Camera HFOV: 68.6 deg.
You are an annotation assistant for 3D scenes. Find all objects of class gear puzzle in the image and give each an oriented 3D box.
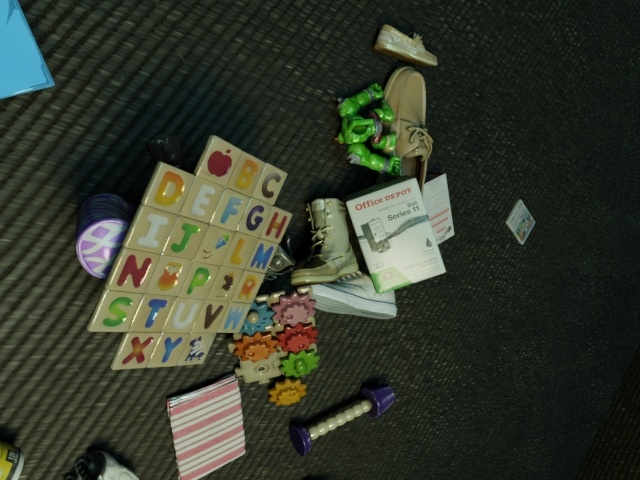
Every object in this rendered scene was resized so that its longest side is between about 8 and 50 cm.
[{"bbox_3d":[-0.085,0.236,0.929,0.175,0.044,0.339,-10,129,-9],"label":"gear puzzle"}]

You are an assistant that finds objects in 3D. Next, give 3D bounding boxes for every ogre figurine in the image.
[{"bbox_3d":[0.096,-0.231,0.970,0.118,0.097,0.197,-7,101,-28],"label":"ogre figurine"}]

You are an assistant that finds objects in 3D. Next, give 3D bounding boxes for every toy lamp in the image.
[{"bbox_3d":[0.060,0.412,1.112,0.275,0.080,0.080,-13,108,-32],"label":"toy lamp"}]

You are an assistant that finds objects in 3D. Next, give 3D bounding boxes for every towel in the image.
[{"bbox_3d":[-0.223,0.374,0.933,0.144,0.029,0.197,-14,111,-33],"label":"towel"}]

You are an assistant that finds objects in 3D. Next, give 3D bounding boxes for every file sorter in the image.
[{"bbox_3d":[-0.449,-0.226,0.579,0.170,0.104,0.118,-27,116,-27],"label":"file sorter"}]

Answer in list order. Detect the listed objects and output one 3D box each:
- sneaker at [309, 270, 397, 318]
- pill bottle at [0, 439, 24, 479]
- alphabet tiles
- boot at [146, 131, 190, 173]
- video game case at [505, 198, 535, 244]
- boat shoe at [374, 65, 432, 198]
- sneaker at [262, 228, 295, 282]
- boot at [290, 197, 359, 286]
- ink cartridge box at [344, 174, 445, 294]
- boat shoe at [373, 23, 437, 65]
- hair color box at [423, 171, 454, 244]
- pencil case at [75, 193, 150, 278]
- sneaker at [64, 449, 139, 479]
[{"bbox_3d":[0.063,0.113,1.049,0.258,0.094,0.091,18,63,-35],"label":"sneaker"},{"bbox_3d":[-0.527,0.308,0.650,0.103,0.103,0.184,-52,125,-14],"label":"pill bottle"},{"bbox_3d":[-0.167,0.032,0.689,0.285,0.011,0.342,20,96,-57],"label":"alphabet tiles"},{"bbox_3d":[-0.231,-0.134,0.803,0.106,0.037,0.114,-23,109,-32],"label":"boot"},{"bbox_3d":[0.612,-0.056,1.436,0.122,0.011,0.087,42,76,-34],"label":"video game case"},{"bbox_3d":[0.199,-0.209,1.042,0.121,0.110,0.341,-5,104,-35],"label":"boat shoe"},{"bbox_3d":[-0.127,0.059,0.863,0.087,0.130,0.227,34,83,-34],"label":"sneaker"},{"bbox_3d":[0.000,0.000,0.930,0.213,0.077,0.165,-13,94,-58],"label":"boot"},{"bbox_3d":[0.152,-0.015,0.976,0.153,0.087,0.208,-20,99,5],"label":"ink cartridge box"},{"bbox_3d":[0.194,-0.422,1.018,0.170,0.063,0.059,4,104,-35],"label":"boat shoe"},{"bbox_3d":[0.273,-0.075,1.164,0.093,0.053,0.167,-27,114,-29],"label":"hair color box"},{"bbox_3d":[-0.302,-0.015,0.674,0.088,0.206,0.086,-28,118,-18],"label":"pencil case"},{"bbox_3d":[-0.423,0.501,0.776,0.292,0.110,0.118,-49,133,-16],"label":"sneaker"}]
